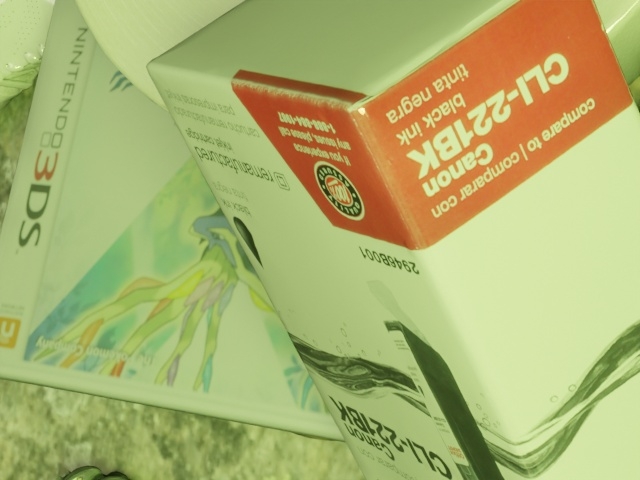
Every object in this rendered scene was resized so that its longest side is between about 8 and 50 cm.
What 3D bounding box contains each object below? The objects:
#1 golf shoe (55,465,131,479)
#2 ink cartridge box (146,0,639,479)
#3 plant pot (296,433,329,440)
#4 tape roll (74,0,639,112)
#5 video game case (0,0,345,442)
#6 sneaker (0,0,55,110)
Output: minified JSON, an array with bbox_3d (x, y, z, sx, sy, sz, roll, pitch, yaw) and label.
[{"bbox_3d":[-0.155,0.245,1.072,0.094,0.077,0.198,28,103,37],"label":"golf shoe"},{"bbox_3d":[0.064,0.019,0.736,0.197,0.114,0.272,19,141,60],"label":"ink cartridge box"},{"bbox_3d":[0.000,0.000,1.006,0.236,0.032,0.236,-6,80,39],"label":"plant pot"},{"bbox_3d":[0.037,-0.222,0.910,0.392,0.072,0.392,-6,75,22],"label":"tape roll"},{"bbox_3d":[-0.043,-0.047,0.982,0.329,0.036,0.299,6,80,32],"label":"video game case"},{"bbox_3d":[-0.190,-0.143,1.153,0.094,0.080,0.212,45,111,21],"label":"sneaker"}]
